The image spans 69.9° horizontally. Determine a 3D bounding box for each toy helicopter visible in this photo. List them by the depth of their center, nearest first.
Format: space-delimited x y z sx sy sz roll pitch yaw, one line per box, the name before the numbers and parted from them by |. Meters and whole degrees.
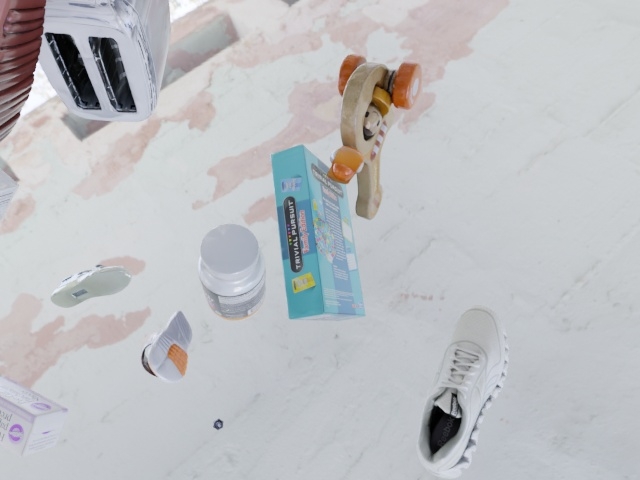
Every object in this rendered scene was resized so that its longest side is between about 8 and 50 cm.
toy helicopter | 0.089 -0.164 0.896 0.140 0.355 0.235 17 -127 21

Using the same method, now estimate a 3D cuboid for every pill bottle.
pill bottle | -0.217 0.084 1.142 0.162 0.278 0.162 3 -120 -5

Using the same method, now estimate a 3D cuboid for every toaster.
toaster | -0.244 -0.239 0.519 0.129 0.227 0.147 3 -115 -10

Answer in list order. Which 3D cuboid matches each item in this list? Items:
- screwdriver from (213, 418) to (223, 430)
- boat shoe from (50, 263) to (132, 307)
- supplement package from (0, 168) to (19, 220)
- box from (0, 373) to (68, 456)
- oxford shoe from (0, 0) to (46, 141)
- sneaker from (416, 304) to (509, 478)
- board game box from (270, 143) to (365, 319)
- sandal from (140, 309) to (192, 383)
screwdriver | -0.210 0.380 0.936 0.024 0.170 0.025 33 -110 0
boat shoe | -0.576 0.098 1.160 0.227 0.079 0.081 -19 -139 12
supplement package | -0.885 -0.112 1.028 0.204 0.262 0.145 43 -66 -3
box | -0.553 0.240 0.729 0.323 0.067 0.063 17 -94 18
oxford shoe | -0.333 -0.086 0.353 0.348 0.130 0.123 -53 -156 13
sneaker | 0.233 0.239 0.754 0.110 0.118 0.292 11 -110 33
board game box | 0.000 0.000 0.988 0.079 0.253 0.336 -13 -105 20
sandal | -0.338 0.238 0.994 0.076 0.265 0.102 -26 -77 0
